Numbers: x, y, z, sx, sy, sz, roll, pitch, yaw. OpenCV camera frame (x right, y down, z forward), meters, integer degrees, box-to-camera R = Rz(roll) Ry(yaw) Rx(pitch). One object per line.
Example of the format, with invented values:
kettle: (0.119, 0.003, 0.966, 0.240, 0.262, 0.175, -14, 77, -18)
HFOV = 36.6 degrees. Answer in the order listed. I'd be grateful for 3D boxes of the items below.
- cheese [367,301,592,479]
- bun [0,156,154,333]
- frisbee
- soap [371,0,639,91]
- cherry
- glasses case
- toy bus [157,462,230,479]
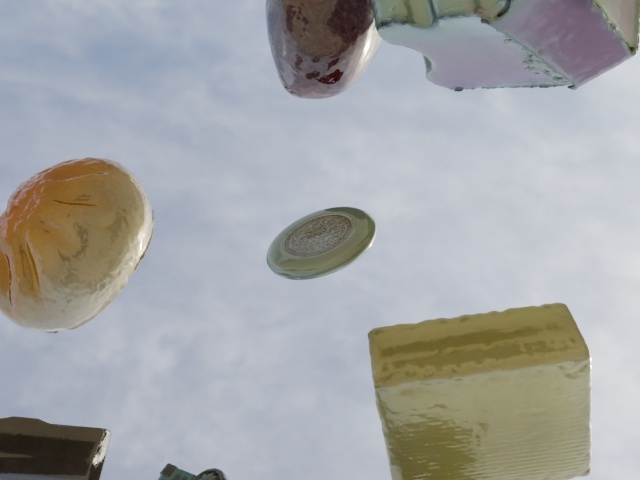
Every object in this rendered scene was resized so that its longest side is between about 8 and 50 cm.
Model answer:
cheese: (0.209, 0.214, 1.267, 0.265, 0.243, 0.124, -9, -141, 4)
bun: (-0.408, -0.008, 1.488, 0.165, 0.299, 0.299, 43, -147, -36)
frisbee: (0.000, 0.000, 0.913, 0.110, 0.014, 0.110, -17, -150, 10)
soap: (0.184, -0.337, 1.060, 0.156, 0.261, 0.446, 40, -149, -38)
cherry: (0.005, -0.257, 1.154, 0.140, 0.176, 0.176, -3, -136, 15)
glasses case: (-0.329, 0.232, 1.064, 0.190, 0.042, 0.072, 3, -117, 10)
toy bus: (-0.099, 0.349, 1.060, 0.256, 0.128, 0.147, 5, -138, 42)
